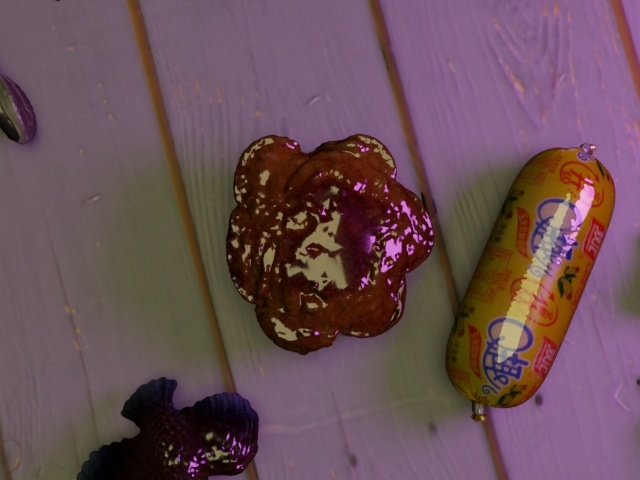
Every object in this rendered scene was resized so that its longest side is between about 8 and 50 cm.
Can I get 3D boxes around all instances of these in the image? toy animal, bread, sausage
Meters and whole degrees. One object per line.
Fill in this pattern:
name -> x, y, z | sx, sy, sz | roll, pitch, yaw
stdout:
toy animal -> -0.170, 0.243, 1.469 | 0.218, 0.179, 0.116 | -23, 112, -2
bread -> 0.012, 0.006, 1.506 | 0.232, 0.135, 0.247 | -2, 85, 0
sausage -> 0.238, 0.043, 1.508 | 0.123, 0.123, 0.347 | 22, 85, 2

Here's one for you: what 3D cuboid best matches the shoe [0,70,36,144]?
shoe -> -0.409, -0.167, 1.558 | 0.099, 0.071, 0.169 | -37, 82, 0
